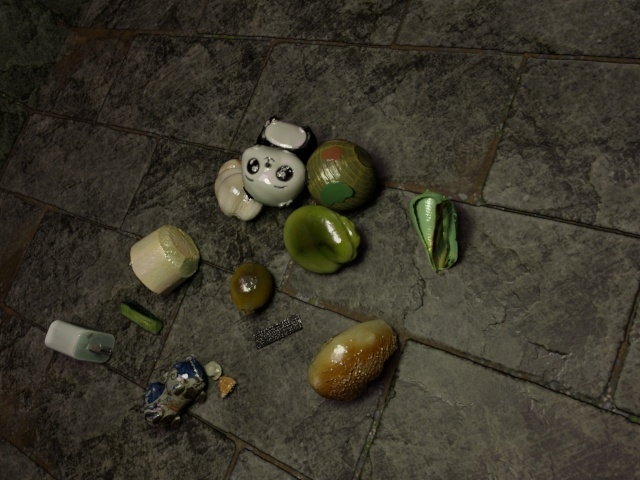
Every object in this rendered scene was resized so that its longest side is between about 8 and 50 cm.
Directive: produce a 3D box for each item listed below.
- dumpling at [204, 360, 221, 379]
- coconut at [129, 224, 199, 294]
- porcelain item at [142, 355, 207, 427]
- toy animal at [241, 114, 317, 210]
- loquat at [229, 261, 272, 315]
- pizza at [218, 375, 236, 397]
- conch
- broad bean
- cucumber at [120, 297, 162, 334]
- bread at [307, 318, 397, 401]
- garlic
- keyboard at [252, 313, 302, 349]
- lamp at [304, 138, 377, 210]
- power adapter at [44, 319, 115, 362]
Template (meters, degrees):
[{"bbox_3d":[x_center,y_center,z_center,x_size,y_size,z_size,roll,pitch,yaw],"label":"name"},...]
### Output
[{"bbox_3d":[-0.385,0.468,1.981,0.076,0.057,0.052,-19,20,8],"label":"dumpling"},{"bbox_3d":[-0.615,0.080,2.129,0.244,0.239,0.239,-36,60,12],"label":"coconut"},{"bbox_3d":[-0.533,0.544,1.992,0.288,0.138,0.186,-50,40,10],"label":"porcelain item"},{"bbox_3d":[-0.147,-0.262,1.957,0.251,0.251,0.310,6,57,30],"label":"toy animal"},{"bbox_3d":[-0.247,0.170,1.949,0.152,0.152,0.195,-3,59,27],"label":"loquat"},{"bbox_3d":[-0.333,0.519,1.942,0.083,0.025,0.078,8,72,37],"label":"pizza"},{"bbox_3d":[0.366,-0.042,1.699,0.143,0.137,0.251,-25,63,18],"label":"conch"},{"bbox_3d":[0.000,0.000,1.861,0.291,0.119,0.238,16,113,28],"label":"broad bean"},{"bbox_3d":[-0.709,0.301,2.205,0.211,0.062,0.078,21,117,26],"label":"cucumber"},{"bbox_3d":[0.088,0.367,1.672,0.314,0.192,0.171,-41,57,9],"label":"bread"},{"bbox_3d":[-0.319,-0.182,2.092,0.281,0.184,0.203,45,118,30],"label":"garlic"},{"bbox_3d":[-0.152,0.318,1.922,0.195,0.018,0.060,-28,65,18],"label":"keyboard"},{"bbox_3d":[0.055,-0.207,1.874,0.284,0.250,0.250,-40,56,37],"label":"lamp"},{"bbox_3d":[-0.947,0.414,2.213,0.255,0.187,0.124,11,79,30],"label":"power adapter"}]
